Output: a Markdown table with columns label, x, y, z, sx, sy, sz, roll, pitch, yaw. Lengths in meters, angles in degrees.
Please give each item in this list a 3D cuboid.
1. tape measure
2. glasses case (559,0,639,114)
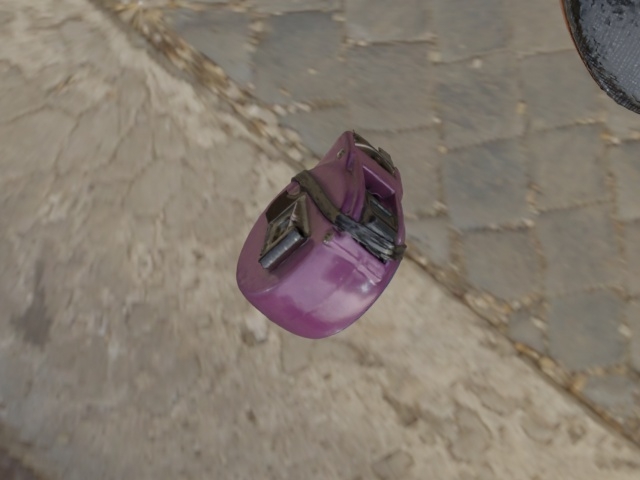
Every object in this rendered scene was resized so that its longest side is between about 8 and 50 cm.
| label | x | y | z | sx | sy | sz | roll | pitch | yaw |
| --- | --- | --- | --- | --- | --- | --- | --- | --- | --- |
| tape measure | 0.000 | 0.000 | 1.246 | 0.074 | 0.125 | 0.118 | 38 | 112 | -24 |
| glasses case | 0.228 | -0.139 | 0.792 | 0.266 | 0.067 | 0.103 | -23 | 114 | 3 |
